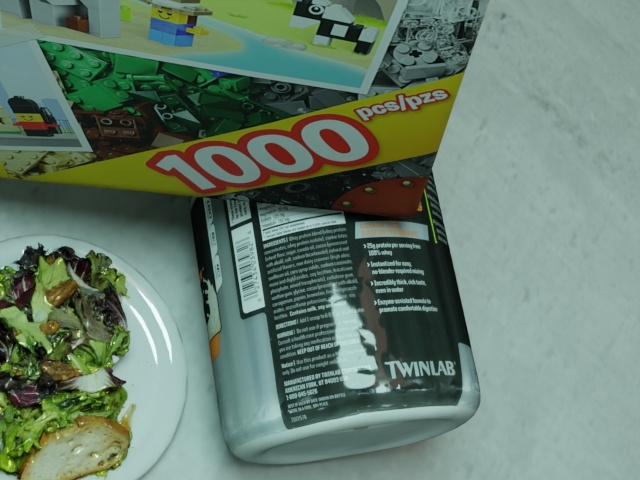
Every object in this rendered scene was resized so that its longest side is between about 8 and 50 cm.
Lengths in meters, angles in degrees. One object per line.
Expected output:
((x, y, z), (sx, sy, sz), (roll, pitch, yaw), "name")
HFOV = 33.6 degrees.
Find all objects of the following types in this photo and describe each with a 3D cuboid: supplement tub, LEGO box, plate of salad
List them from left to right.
((-0.161, -0.199, 0.577), (0.500, 0.372, 0.193), (5, 64, -2), "LEGO box")
((-0.182, 0.085, 0.752), (0.200, 0.048, 0.200), (13, 62, -27), "plate of salad")
((0.000, 0.000, 0.818), (0.193, 0.193, 0.316), (3, 67, -32), "supplement tub")
